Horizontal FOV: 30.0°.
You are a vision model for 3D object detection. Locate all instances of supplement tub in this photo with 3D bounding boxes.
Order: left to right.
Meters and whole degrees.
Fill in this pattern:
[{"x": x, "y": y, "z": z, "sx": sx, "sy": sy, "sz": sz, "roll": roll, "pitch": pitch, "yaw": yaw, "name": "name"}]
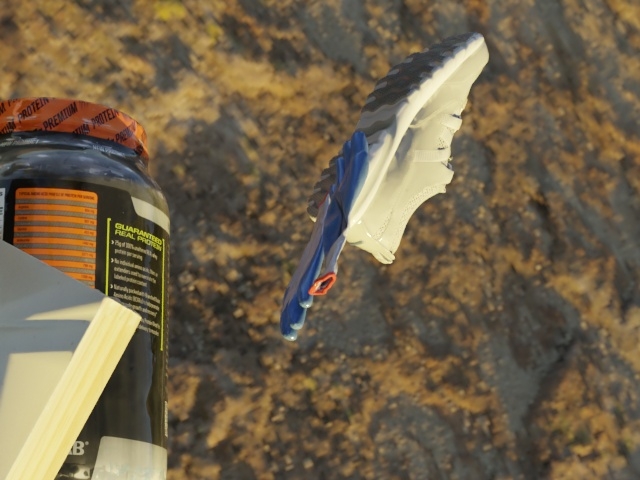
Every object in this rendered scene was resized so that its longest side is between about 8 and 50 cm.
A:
[{"x": -0.233, "y": 0.063, "z": 1.023, "sx": 0.207, "sy": 0.207, "sz": 0.337, "roll": 17, "pitch": 65, "yaw": -44, "name": "supplement tub"}]

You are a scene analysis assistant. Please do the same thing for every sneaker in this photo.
[{"x": 0.098, "y": -0.102, "z": 1.271, "sx": 0.115, "sy": 0.105, "sz": 0.281, "roll": 43, "pitch": 73, "yaw": -24, "name": "sneaker"}]

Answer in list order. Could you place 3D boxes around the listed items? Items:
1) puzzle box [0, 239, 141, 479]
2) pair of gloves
[{"x": -0.314, "y": 0.161, "z": 0.691, "sx": 0.408, "sy": 0.272, "sz": 0.052, "roll": -61, "pitch": 158, "yaw": -7, "name": "puzzle box"}, {"x": 0.000, "y": 0.000, "z": 1.074, "sx": 0.023, "sy": 0.198, "sz": 0.159, "roll": 20, "pitch": 61, "yaw": -8, "name": "pair of gloves"}]
